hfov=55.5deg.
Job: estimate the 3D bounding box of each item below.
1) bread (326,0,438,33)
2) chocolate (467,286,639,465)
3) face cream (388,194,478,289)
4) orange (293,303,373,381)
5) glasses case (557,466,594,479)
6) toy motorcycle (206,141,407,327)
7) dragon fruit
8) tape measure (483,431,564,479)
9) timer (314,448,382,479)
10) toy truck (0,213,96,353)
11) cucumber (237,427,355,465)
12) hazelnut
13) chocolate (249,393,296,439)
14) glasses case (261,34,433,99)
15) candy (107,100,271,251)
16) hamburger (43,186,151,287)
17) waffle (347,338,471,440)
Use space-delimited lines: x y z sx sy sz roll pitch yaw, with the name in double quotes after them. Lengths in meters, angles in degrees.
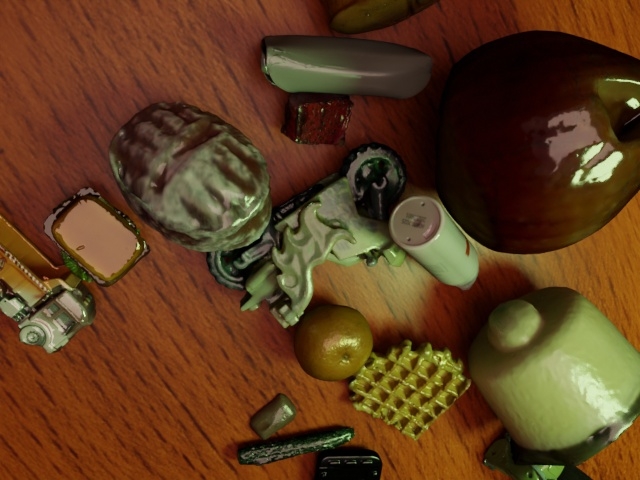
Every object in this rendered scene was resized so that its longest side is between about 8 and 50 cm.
0.126 -0.448 1.029 0.269 0.195 0.143 -18 98 24 "bread"
0.452 0.245 1.244 0.297 0.326 0.314 47 65 4 "chocolate"
0.229 0.017 1.137 0.102 0.102 0.345 -54 150 2 "face cream"
0.022 0.197 1.194 0.159 0.136 0.159 -9 115 -20 "orange"
0.551 0.569 1.310 0.074 0.323 0.131 32 90 -16 "glasses case"
0.000 0.000 1.135 0.410 0.169 0.237 -30 102 0 "toy motorcycle"
-0.022 -0.229 1.119 0.147 0.096 0.102 -10 119 -43 "dragon fruit"
0.467 0.478 1.356 0.087 0.177 0.154 42 79 -22 "tape measure"
0.054 0.540 1.328 0.144 0.055 0.187 4 106 -13 "timer"
-0.514 0.063 1.051 0.135 0.114 0.270 -40 106 3 "toy truck"
-0.047 0.433 1.279 0.256 0.044 0.043 -8 149 -13 "cucumber"
0.368 -0.157 1.044 0.402 0.429 0.402 0 91 4 "hazelnut"
-0.098 0.371 1.262 0.100 0.031 0.064 -36 104 -2 "chocolate"
0.038 -0.316 1.098 0.308 0.128 0.083 0 128 -14 "glasses case"
-0.215 -0.109 1.020 0.289 0.157 0.214 33 70 9 "candy"
-0.397 -0.004 1.070 0.137 0.087 0.166 -42 108 -8 "hamburger"
0.169 0.288 1.257 0.219 0.057 0.229 29 118 -10 "waffle"
